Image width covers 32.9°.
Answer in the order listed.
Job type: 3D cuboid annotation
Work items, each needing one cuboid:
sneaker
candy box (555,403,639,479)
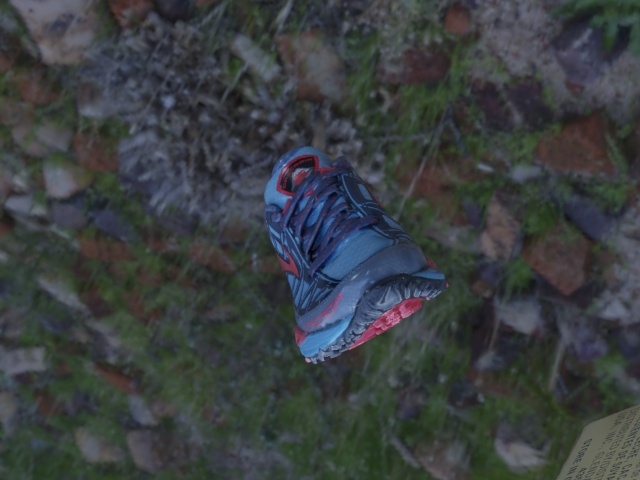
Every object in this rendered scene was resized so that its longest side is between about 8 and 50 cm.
[{"bbox_3d":[0.000,0.000,0.742,0.125,0.104,0.262,59,175,-9],"label":"sneaker"},{"bbox_3d":[0.213,0.086,0.231,0.183,0.087,0.316,49,135,-5],"label":"candy box"}]
